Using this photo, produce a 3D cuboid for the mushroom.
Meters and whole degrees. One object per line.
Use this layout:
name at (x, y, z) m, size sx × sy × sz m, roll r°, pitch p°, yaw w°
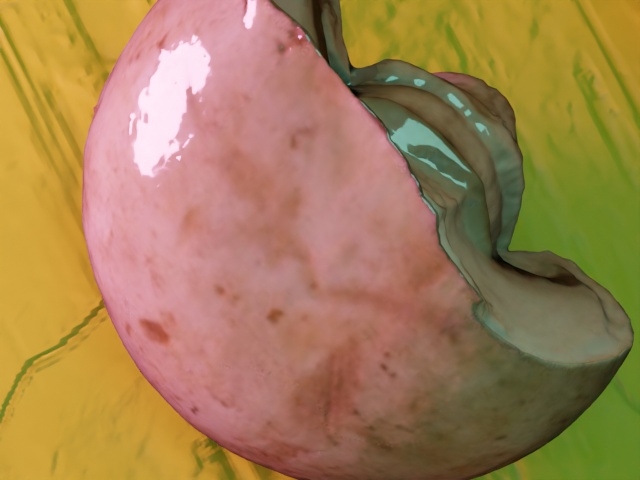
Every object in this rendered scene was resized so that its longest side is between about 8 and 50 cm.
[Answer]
mushroom at (0.000, 0.000, 0.777) m, size 0.189 × 0.195 × 0.254 m, roll -35°, pitch 94°, yaw 22°
